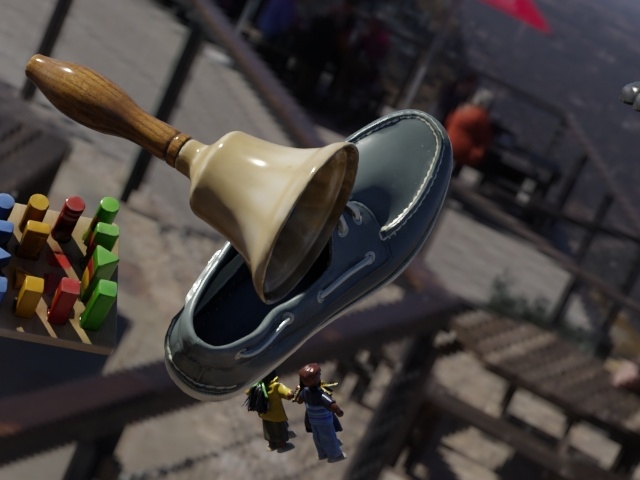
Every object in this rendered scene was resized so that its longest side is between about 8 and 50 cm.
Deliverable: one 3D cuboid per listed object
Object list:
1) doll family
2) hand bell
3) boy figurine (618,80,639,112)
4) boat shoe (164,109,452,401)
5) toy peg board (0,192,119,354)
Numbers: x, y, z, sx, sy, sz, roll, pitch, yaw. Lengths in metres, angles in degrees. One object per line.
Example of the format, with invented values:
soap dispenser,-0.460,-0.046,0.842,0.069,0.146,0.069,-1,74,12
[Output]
doll family,-0.028,0.181,1.863,0.193,0.111,0.076,1,15,44
hand bell,-0.108,-0.067,1.175,0.242,0.126,0.126,29,14,14
boy figurine,0.353,-0.258,1.569,0.092,0.285,0.177,3,18,-6
boat shoe,0.000,0.000,1.353,0.116,0.319,0.099,42,-19,12
toy peg board,-0.274,0.016,1.677,0.161,0.079,0.161,12,49,-20
